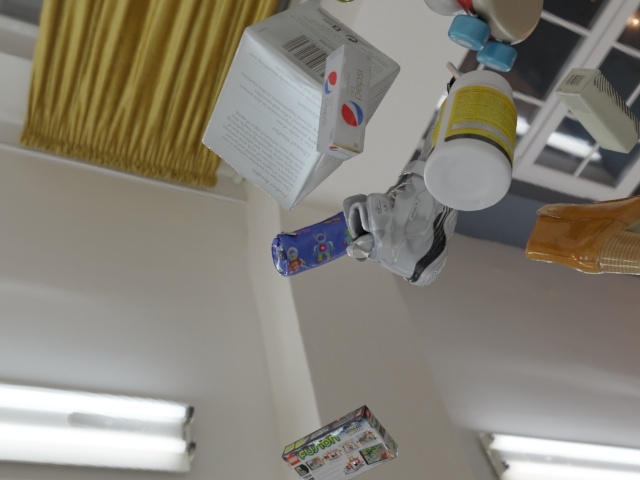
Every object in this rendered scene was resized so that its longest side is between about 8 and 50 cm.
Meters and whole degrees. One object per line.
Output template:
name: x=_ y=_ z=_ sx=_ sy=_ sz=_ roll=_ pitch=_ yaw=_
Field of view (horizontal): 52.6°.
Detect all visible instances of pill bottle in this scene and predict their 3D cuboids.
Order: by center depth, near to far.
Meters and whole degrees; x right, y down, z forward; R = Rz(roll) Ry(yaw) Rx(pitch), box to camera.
pill bottle: x=0.224 y=-0.152 z=0.944 sx=0.119 sy=0.119 sz=0.208 roll=24 pitch=-132 yaw=-3

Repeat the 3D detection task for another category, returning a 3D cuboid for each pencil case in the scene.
pencil case: x=0.000 y=0.000 z=1.880 sx=0.306 sy=0.133 sz=0.119 roll=-21 pitch=-156 yaw=-21

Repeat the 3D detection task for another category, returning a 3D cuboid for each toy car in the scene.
toy car: x=0.285 y=-0.477 z=1.248 sx=0.210 sy=0.219 sz=0.238 roll=14 pitch=-168 yaw=-47

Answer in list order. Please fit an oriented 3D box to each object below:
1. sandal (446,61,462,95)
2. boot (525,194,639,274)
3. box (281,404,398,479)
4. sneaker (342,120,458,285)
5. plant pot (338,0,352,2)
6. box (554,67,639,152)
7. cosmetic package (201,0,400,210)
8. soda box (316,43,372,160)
sandal: x=0.460 y=-0.515 z=2.194 sx=0.265 sy=0.076 sz=0.102 roll=29 pitch=-147 yaw=-53
boot: x=0.490 y=-0.047 z=1.089 sx=0.211 sy=0.104 sz=0.295 roll=13 pitch=-139 yaw=43
box: x=0.037 y=0.419 z=1.287 sx=0.114 sy=0.207 sz=0.036 roll=53 pitch=-159 yaw=-10
sneaker: x=0.177 y=-0.102 z=1.340 sx=0.210 sy=0.365 sz=0.137 roll=16 pitch=174 yaw=-23
plant pot: x=0.188 y=-0.871 z=2.016 sx=0.254 sy=0.276 sz=0.276 roll=22 pitch=-154 yaw=32
box: x=0.814 y=-0.376 z=1.880 sx=0.275 sy=0.094 sz=0.113 roll=37 pitch=-179 yaw=-28
cosmetic package: x=-0.058 y=-0.369 z=1.766 sx=0.329 sy=0.393 sz=0.327 roll=39 pitch=-137 yaw=5
soda box: x=0.048 y=-0.275 z=1.299 sx=0.074 sy=0.069 sz=0.216 roll=15 pitch=-107 yaw=-29
